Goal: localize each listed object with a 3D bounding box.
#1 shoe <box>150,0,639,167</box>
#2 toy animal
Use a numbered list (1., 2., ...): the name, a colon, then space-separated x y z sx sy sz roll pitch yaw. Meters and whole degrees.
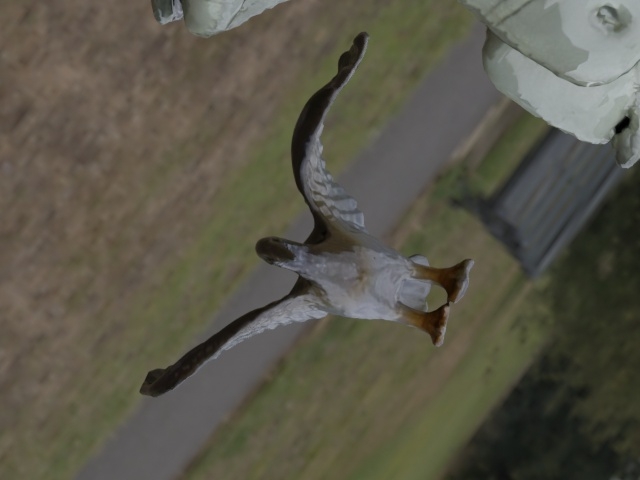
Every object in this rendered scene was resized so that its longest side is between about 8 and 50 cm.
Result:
1. shoe: 0.097 -0.122 0.432 0.132 0.342 0.210 -40 133 -64
2. toy animal: 0.015 0.006 1.082 0.197 0.160 0.272 -155 -94 -80
